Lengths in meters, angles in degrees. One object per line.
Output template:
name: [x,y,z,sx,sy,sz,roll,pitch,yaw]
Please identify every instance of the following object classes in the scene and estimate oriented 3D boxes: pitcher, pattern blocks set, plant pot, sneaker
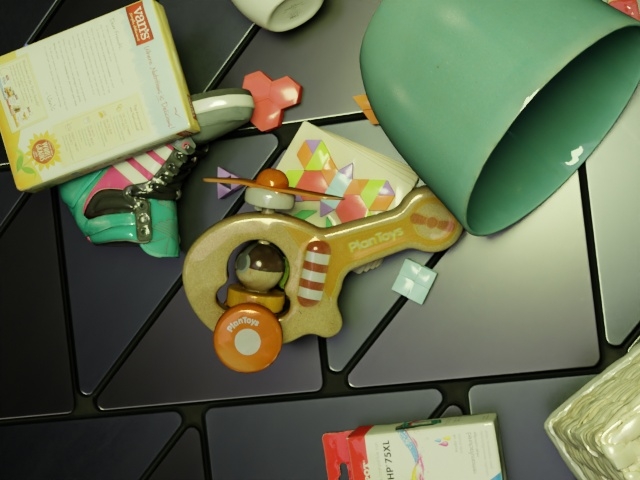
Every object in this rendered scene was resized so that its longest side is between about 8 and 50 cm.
pitcher: [-0.056,-0.383,1.352,0.177,0.125,0.207,-27,73,-4]
pattern blocks set: [0.020,-0.061,1.377,0.324,0.026,0.286,16,94,12]
plant pot: [0.187,-0.190,1.218,0.235,0.293,0.293,45,99,24]
sneaker: [-0.198,-0.069,1.373,0.295,0.124,0.178,-22,81,18]

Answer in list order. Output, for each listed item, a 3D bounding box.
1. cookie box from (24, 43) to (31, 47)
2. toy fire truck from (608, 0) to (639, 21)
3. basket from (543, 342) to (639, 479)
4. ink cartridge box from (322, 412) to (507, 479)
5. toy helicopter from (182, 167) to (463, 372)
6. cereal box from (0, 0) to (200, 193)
cookie box: [-0.369,-0.204,1.420,0.040,0.107,0.092,25,96,11]
toy fire truck: [0.397,-0.351,1.280,0.135,0.047,0.192,-14,87,13]
basket: [0.477,0.231,1.131,0.331,0.266,0.328,-37,83,-3]
ink cartridge box: [0.114,0.297,1.332,0.231,0.078,0.134,-9,88,13]
toy helicopter: [0.000,0.000,1.310,0.355,0.140,0.235,-19,97,1]
cereal box: [-0.284,-0.177,1.321,0.240,0.047,0.173,-18,83,10]
